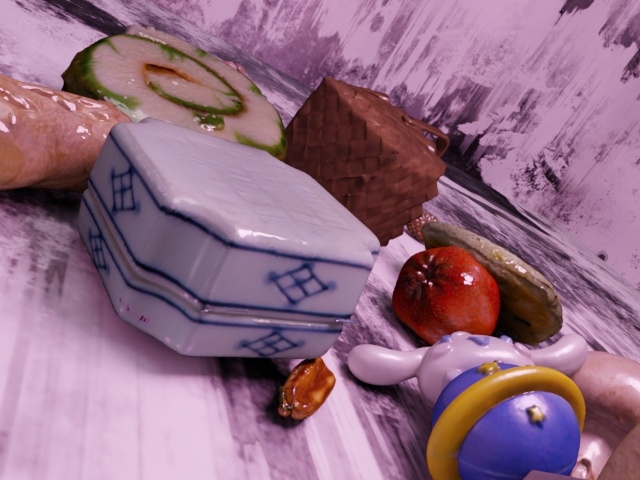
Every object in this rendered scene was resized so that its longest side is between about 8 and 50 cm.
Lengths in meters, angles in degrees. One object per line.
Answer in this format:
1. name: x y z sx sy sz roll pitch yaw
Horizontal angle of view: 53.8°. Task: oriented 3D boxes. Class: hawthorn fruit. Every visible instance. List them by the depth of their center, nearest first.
1. hawthorn fruit: 0.210 0.105 0.997 0.194 0.157 0.157 50 10 -26

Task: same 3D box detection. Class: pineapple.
1. pineapple: 0.202 -0.059 1.490 0.159 0.074 0.074 32 19 7

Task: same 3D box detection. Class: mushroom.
1. mushroom: 0.375 0.258 0.843 0.204 0.204 0.204 29 19 -11

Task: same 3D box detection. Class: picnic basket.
1. picnic basket: 0.097 -0.146 1.242 0.321 0.254 0.291 7 39 -52

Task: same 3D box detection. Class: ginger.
1. ginger: -0.342 -0.120 0.683 0.190 0.126 0.354 39 20 32

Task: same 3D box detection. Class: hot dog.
1. hot dog: -0.016 0.156 0.664 0.049 0.037 0.122 50 20 7

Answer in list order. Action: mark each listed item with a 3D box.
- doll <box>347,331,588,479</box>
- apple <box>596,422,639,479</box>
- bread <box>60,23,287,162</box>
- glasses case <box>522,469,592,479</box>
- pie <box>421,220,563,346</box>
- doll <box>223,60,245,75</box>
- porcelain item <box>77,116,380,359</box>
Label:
1. doll: 0.222 0.196 0.740 0.311 0.160 0.242 -8 9 -22
2. apple: 0.348 0.302 0.540 0.233 0.258 0.295 40 23 18
3. bread: -0.231 -0.206 0.987 0.366 0.129 0.382 -2 44 -48
4. glasses case: 0.162 0.261 0.525 0.190 0.072 0.042 -25 92 -37
5. pie: 0.299 0.073 1.143 0.323 0.070 0.323 40 -9 7
6. doll: -0.186 -0.261 1.247 0.201 0.156 0.303 11 33 -51
7. porcelain item: -0.102 0.001 0.699 0.281 0.157 0.286 12 23 -42
